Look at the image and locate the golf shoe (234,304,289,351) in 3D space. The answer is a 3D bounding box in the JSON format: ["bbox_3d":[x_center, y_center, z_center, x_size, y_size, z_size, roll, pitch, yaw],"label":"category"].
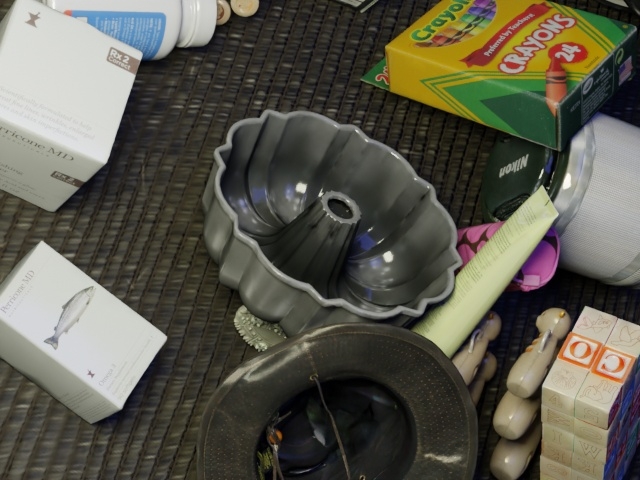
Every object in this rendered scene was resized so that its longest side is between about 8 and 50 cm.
[{"bbox_3d":[-0.028,0.104,1.731,0.176,0.069,0.086,24,44,-24],"label":"golf shoe"}]

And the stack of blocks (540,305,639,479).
[{"bbox_3d":[0.353,0.212,1.769,0.087,0.297,0.171,20,58,22],"label":"stack of blocks"}]

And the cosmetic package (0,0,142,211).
[{"bbox_3d":[-0.317,-0.149,1.566,0.151,0.183,0.151,23,64,-21],"label":"cosmetic package"}]

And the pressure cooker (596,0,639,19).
[{"bbox_3d":[0.505,-0.534,2.054,0.370,0.375,0.420,28,61,4],"label":"pressure cooker"}]

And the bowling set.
[{"bbox_3d":[0.208,0.157,1.771,0.200,0.287,0.154,26,58,16],"label":"bowling set"}]

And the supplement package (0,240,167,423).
[{"bbox_3d":[-0.282,0.105,1.550,0.179,0.105,0.105,39,60,-13],"label":"supplement package"}]

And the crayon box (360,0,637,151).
[{"bbox_3d":[0.231,-0.246,1.852,0.202,0.318,0.081,-43,141,-33],"label":"crayon box"}]

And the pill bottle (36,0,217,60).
[{"bbox_3d":[-0.243,-0.278,1.686,0.221,0.124,0.124,-4,76,-30],"label":"pill bottle"}]

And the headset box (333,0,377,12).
[{"bbox_3d":[-0.004,-0.492,1.885,0.246,0.131,0.283,17,66,-25],"label":"headset box"}]

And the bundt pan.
[{"bbox_3d":[0.000,0.000,1.688,0.330,0.124,0.331,19,40,-17],"label":"bundt pan"}]

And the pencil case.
[{"bbox_3d":[0.225,0.027,1.799,0.095,0.209,0.098,14,79,-18],"label":"pencil case"}]

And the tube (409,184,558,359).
[{"bbox_3d":[0.201,0.043,1.670,0.070,0.240,0.062,47,19,31],"label":"tube"}]

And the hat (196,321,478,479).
[{"bbox_3d":[0.014,0.231,1.638,0.331,0.134,0.331,-1,101,-7],"label":"hat"}]

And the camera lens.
[{"bbox_3d":[0.374,-0.061,1.906,0.274,0.219,0.219,18,66,-24],"label":"camera lens"}]

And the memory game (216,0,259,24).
[{"bbox_3d":[-0.139,-0.360,1.755,0.186,0.186,0.012,40,22,-13],"label":"memory game"}]
